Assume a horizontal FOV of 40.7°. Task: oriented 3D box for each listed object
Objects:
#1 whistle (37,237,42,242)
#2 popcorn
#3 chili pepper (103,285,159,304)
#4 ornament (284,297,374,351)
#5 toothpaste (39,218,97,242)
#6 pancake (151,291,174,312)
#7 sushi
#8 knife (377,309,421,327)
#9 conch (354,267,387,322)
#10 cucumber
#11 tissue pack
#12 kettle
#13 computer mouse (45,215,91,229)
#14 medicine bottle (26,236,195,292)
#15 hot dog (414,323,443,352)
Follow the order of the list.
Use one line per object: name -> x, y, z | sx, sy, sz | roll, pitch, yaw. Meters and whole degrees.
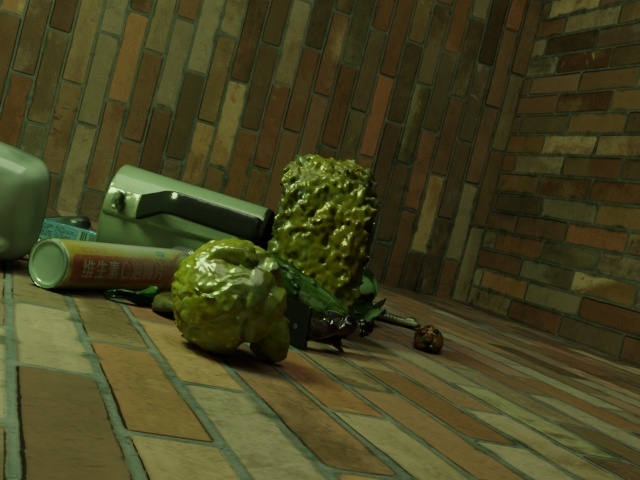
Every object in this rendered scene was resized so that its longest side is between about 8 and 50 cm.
whistle -> -0.667, -0.005, 1.822 | 0.235, 0.077, 0.114 | 20, 29, -16
popcorn -> -0.130, 0.104, 1.343 | 0.212, 0.198, 0.198 | 44, -14, -29
chili pepper -> -0.342, 0.105, 1.608 | 0.055, 0.035, 0.118 | -1, 1, 41
ornament -> 0.025, 0.173, 1.643 | 0.203, 0.081, 0.088 | 16, 1, -41
toothpaste -> -0.682, -0.018, 2.232 | 0.266, 0.065, 0.050 | 14, 2, 3
pancake -> -0.192, 0.132, 1.612 | 0.241, 0.050, 0.242 | 14, 2, -1
sushi -> 0.000, 0.000, 2.002 | 0.240, 0.397, 0.351 | 10, -6, 1
knife -> 0.113, 0.192, 2.470 | 0.365, 0.043, 0.089 | 15, 2, 2
conch -> 0.101, 0.157, 2.275 | 0.137, 0.143, 0.250 | -27, 18, 0
cucumber -> -0.033, 0.129, 1.757 | 0.244, 0.134, 0.134 | 26, 1, -1
tissue pack -> -0.691, -0.089, 1.634 | 0.333, 0.229, 0.236 | 14, 10, -15
kettle -> -0.309, -0.032, 2.002 | 0.376, 0.250, 0.361 | 15, -21, 2
computer mouse -> -0.729, -0.033, 2.418 | 0.229, 0.068, 0.113 | 2, 5, 43
medicine bottle -> -0.392, 0.056, 1.702 | 0.108, 0.108, 0.426 | 15, 4, 25
hot dog -> 0.263, 0.233, 2.084 | 0.072, 0.055, 0.188 | 13, 2, 6
